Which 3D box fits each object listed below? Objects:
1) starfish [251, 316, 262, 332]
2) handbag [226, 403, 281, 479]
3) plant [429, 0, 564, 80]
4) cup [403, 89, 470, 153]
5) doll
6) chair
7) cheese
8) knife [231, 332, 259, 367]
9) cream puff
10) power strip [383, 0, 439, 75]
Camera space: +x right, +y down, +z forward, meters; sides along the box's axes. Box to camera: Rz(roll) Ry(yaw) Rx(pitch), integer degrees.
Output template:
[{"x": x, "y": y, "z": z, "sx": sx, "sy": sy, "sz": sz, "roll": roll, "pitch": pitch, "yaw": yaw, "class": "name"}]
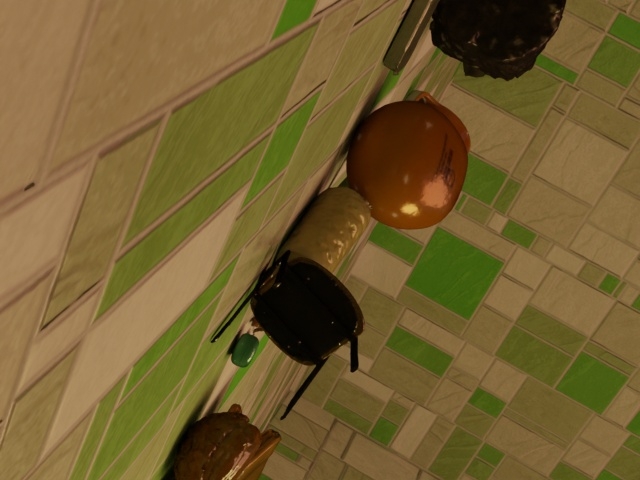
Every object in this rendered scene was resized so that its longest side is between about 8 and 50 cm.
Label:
[{"x": -0.086, "y": 0.131, "z": 1.678, "sx": 0.133, "sy": 0.041, "sz": 0.130, "roll": -56, "pitch": 175, "yaw": -40, "class": "starfish"}, {"x": -0.234, "y": 0.504, "z": 1.802, "sx": 0.283, "sy": 0.133, "sz": 0.401, "roll": -49, "pitch": 169, "yaw": -46, "class": "handbag"}, {"x": 0.309, "y": -0.397, "z": 1.700, "sx": 0.215, "sy": 0.213, "sz": 0.312, "roll": -63, "pitch": 173, "yaw": 2, "class": "plant"}, {"x": 0.203, "y": -0.200, "z": 2.180, "sx": 0.264, "sy": 0.182, "sz": 0.226, "roll": -51, "pitch": 138, "yaw": -29, "class": "cup"}, {"x": 0.117, "y": -0.128, "z": 1.625, "sx": 0.213, "sy": 0.236, "sz": 0.214, "roll": -6, "pitch": 97, "yaw": -47, "class": "doll"}, {"x": -0.032, "y": 0.114, "z": 1.396, "sx": 0.172, "sy": 0.159, "sz": 0.247, "roll": -39, "pitch": -173, "yaw": 25, "class": "chair"}, {"x": 0.000, "y": 0.000, "z": 1.530, "sx": 0.167, "sy": 0.093, "sz": 0.123, "roll": -53, "pitch": -179, "yaw": -33, "class": "cheese"}, {"x": -0.130, "y": 0.186, "z": 1.658, "sx": 0.260, "sy": 0.034, "sz": 0.063, "roll": 127, "pitch": -14, "yaw": -81, "class": "knife"}, {"x": -0.174, "y": 0.349, "z": 1.582, "sx": 0.165, "sy": 0.115, "sz": 0.150, "roll": -51, "pitch": 174, "yaw": -23, "class": "cream puff"}, {"x": 0.154, "y": -0.351, "z": 1.447, "sx": 0.227, "sy": 0.029, "sz": 0.080, "roll": -62, "pitch": 173, "yaw": 24, "class": "power strip"}]
